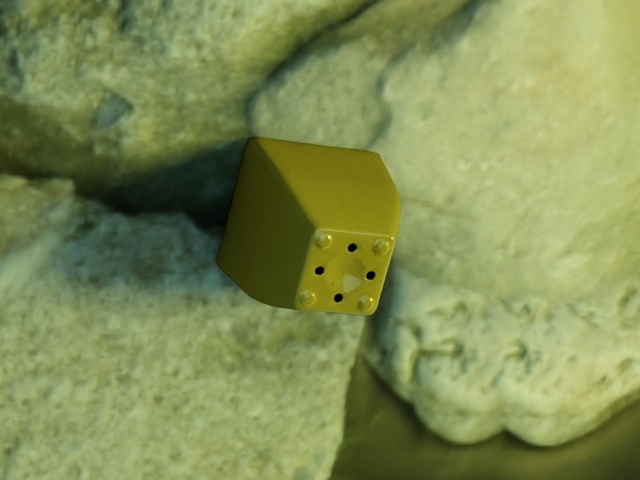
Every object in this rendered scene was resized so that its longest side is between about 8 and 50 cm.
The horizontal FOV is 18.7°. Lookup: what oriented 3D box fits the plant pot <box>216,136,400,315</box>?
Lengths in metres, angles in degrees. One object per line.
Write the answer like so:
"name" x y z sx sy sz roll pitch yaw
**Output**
"plant pot" 0.000 0.000 1.056 0.081 0.083 0.081 6 113 -22
